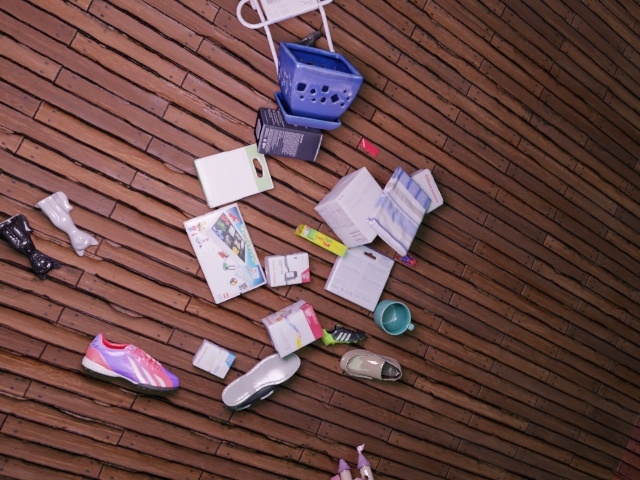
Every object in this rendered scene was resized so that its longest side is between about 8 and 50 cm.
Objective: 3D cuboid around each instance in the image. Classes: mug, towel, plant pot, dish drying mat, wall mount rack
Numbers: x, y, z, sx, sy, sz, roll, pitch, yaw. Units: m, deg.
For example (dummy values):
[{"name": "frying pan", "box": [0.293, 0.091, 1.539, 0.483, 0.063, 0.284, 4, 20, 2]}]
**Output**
[{"name": "mug", "box": [0.282, 0.309, 1.800, 0.130, 0.097, 0.157, -30, 103, -15]}, {"name": "towel", "box": [0.295, -0.108, 1.661, 0.209, 0.034, 0.285, 42, 62, -21]}, {"name": "plant pot", "box": [-0.026, -0.510, 1.530, 0.236, 0.236, 0.212, 3, 128, -23]}, {"name": "dish drying mat", "box": [0.190, -0.361, 1.769, 0.083, 0.008, 0.032, 34, 82, -18]}, {"name": "wall mount rack", "box": [-0.094, -0.746, 1.554, 0.350, 0.130, 0.304, -21, 89, -4]}]

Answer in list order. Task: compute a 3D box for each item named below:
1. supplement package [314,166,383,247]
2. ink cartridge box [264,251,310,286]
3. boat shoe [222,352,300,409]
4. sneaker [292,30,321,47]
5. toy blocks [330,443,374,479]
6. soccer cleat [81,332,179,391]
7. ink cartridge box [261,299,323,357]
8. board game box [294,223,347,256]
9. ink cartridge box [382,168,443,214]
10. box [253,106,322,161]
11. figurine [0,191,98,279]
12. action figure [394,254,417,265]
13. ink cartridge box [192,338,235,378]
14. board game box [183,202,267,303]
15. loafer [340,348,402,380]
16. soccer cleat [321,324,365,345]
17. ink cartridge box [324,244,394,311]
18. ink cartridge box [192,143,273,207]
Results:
[{"name": "supplement package", "box": [0.130, -0.117, 1.668, 0.203, 0.149, 0.194, 50, 60, -15]}, {"name": "ink cartridge box", "box": [-0.122, 0.105, 1.667, 0.151, 0.063, 0.109, -7, 96, -18]}, {"name": "boat shoe", "box": [-0.211, 0.509, 1.654, 0.303, 0.091, 0.114, -23, 57, -15]}, {"name": "sneaker", "box": [-0.055, -0.679, 1.643, 0.170, 0.051, 0.089, -31, 99, -8]}, {"name": "toy blocks", "box": [0.112, 0.978, 1.750, 0.289, 0.260, 0.309, -39, 133, 17]}, {"name": "soccer cleat", "box": [-0.608, 0.409, 1.506, 0.318, 0.109, 0.116, 24, 82, -16]}, {"name": "ink cartridge box", "box": [-0.104, 0.317, 1.653, 0.176, 0.128, 0.127, -25, 101, -16]}, {"name": "board game box", "box": [0.000, 0.000, 1.686, 0.181, 0.092, 0.043, 27, 86, -18]}, {"name": "ink cartridge box", "box": [0.349, -0.163, 1.792, 0.219, 0.092, 0.160, -30, 103, -15]}, {"name": "box", "box": [-0.115, -0.367, 1.574, 0.207, 0.153, 0.108, 6, 127, -18]}, {"name": "figurine", "box": [-0.839, -0.013, 1.413, 0.215, 0.092, 0.209, -35, 112, -14]}, {"name": "action figure", "box": [0.350, 0.076, 1.844, 0.115, 0.030, 0.038, 27, 90, -23]}, {"name": "ink cartridge box", "box": [-0.378, 0.417, 1.608, 0.122, 0.052, 0.088, 32, 83, -19]}, {"name": "board game box", "box": [-0.332, 0.044, 1.597, 0.193, 0.053, 0.305, -22, 101, -15]}, {"name": "loafer", "box": [0.208, 0.493, 1.791, 0.269, 0.092, 0.101, 10, 91, -19]}, {"name": "soccer cleat", "box": [0.089, 0.361, 1.760, 0.179, 0.060, 0.072, -3, 93, -16]}, {"name": "ink cartridge box", "box": [0.153, 0.132, 1.770, 0.223, 0.045, 0.223, 28, 81, -19]}, {"name": "ink cartridge box", "box": [-0.303, -0.228, 1.588, 0.235, 0.056, 0.171, -20, 100, -19]}]
